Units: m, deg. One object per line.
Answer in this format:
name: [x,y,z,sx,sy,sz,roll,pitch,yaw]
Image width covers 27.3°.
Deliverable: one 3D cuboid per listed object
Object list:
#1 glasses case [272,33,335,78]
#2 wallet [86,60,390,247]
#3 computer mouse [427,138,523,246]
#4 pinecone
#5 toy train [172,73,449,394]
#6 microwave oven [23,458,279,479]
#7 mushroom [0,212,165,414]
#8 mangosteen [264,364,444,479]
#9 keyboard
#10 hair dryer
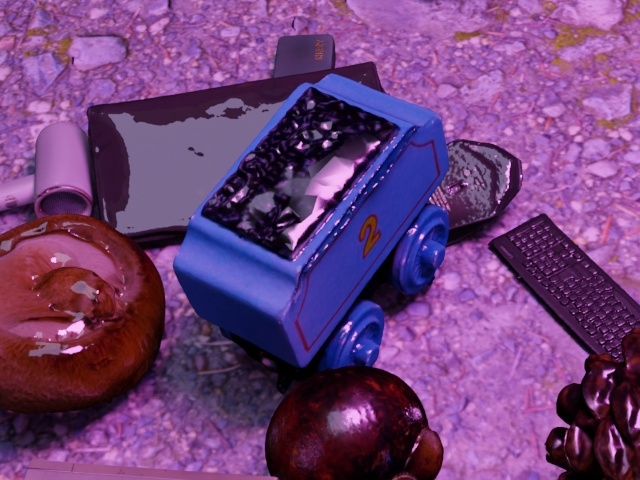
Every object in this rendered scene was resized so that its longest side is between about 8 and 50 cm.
glasses case: [-0.024,-0.193,1.701,0.077,0.039,0.184,-2,48,7]
wallet: [-0.091,-0.102,1.590,0.377,0.051,0.197,-10,70,-1]
computer mouse: [0.146,-0.048,1.527,0.192,0.062,0.106,-26,70,10]
pinecone: [0.339,0.200,1.156,0.296,0.242,0.298,-23,88,13]
toy train: [0.000,0.000,1.369,0.188,0.265,0.300,25,64,27]
microwave oven: [-0.159,0.315,1.201,0.240,0.145,0.194,2,52,10]
mushroom: [-0.288,0.084,1.418,0.253,0.153,0.253,-1,41,1]
mangosteen: [0.030,0.212,1.260,0.172,0.172,0.184,-7,74,3]
keyboard: [0.287,0.062,1.444,0.087,0.017,0.250,-26,51,-16]
hair dryer: [-0.396,-0.058,1.633,0.236,0.073,0.131,-17,46,5]
